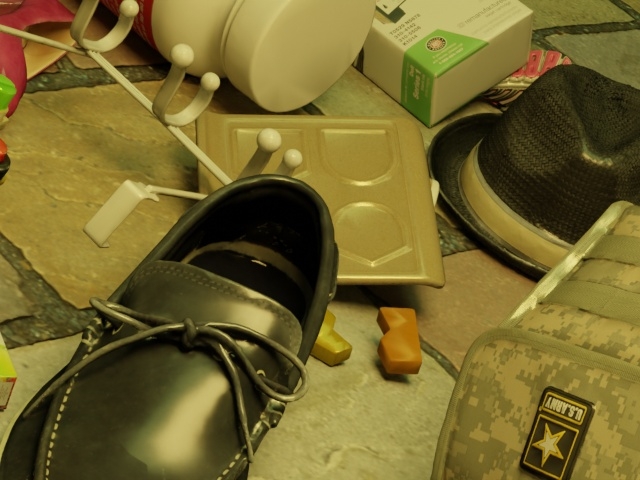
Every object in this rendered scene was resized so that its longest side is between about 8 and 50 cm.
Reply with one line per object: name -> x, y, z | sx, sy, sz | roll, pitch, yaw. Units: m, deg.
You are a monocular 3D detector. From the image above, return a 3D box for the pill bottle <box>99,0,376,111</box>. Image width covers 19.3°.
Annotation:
pill bottle -> -0.138, -0.320, 2.006 | 0.229, 0.229, 0.407 | -13, 46, -47

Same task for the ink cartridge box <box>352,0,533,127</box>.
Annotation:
ink cartridge box -> 0.110, -0.254, 2.160 | 0.160, 0.093, 0.219 | -35, 59, -25

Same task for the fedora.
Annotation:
fedora -> 0.275, -0.086, 2.002 | 0.334, 0.153, 0.334 | 18, 30, -10

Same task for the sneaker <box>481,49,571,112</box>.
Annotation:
sneaker -> 0.208, -0.182, 2.208 | 0.170, 0.075, 0.063 | 1, 49, 3

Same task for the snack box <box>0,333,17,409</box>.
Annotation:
snack box -> -0.301, 0.071, 1.449 | 0.100, 0.037, 0.141 | 6, 34, -31

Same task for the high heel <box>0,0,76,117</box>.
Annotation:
high heel -> -0.277, -0.176, 1.831 | 0.117, 0.082, 0.244 | 10, 22, -17

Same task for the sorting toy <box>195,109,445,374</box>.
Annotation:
sorting toy -> 0.000, 0.000, 1.743 | 0.229, 0.041, 0.307 | 3, 48, -10

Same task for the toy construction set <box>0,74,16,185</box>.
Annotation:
toy construction set -> -0.377, -0.090, 1.539 | 0.215, 0.151, 0.327 | 43, 37, 8

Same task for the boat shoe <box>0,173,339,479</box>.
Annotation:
boat shoe -> -0.105, 0.100, 1.420 | 0.186, 0.156, 0.500 | 26, 33, 5

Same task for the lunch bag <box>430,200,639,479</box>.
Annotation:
lunch bag -> 0.240, 0.125, 1.390 | 0.287, 0.169, 0.235 | -43, 34, -22

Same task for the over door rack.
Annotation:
over door rack -> -0.163, -0.123, 1.606 | 0.239, 0.108, 0.324 | 43, 21, 13

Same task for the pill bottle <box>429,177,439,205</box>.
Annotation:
pill bottle -> 0.052, -0.049, 1.866 | 0.120, 0.067, 0.067 | 21, 30, -6
